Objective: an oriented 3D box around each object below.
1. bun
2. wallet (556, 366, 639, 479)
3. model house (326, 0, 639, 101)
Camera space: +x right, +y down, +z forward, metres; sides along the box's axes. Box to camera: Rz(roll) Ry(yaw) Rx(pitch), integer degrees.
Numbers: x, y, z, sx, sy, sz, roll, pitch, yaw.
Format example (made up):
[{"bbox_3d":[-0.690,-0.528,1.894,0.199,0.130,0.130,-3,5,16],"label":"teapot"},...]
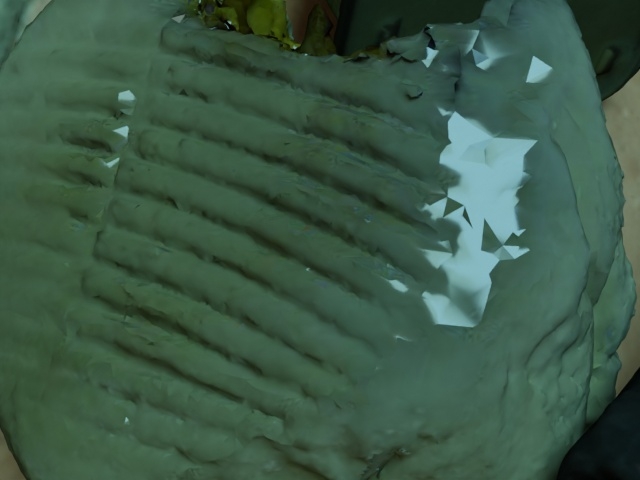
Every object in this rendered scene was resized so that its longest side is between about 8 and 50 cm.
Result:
[{"bbox_3d":[-0.004,0.015,0.478,0.281,0.205,0.282,-9,70,27],"label":"bun"},{"bbox_3d":[0.254,0.039,0.515,0.062,0.228,0.406,23,55,42],"label":"wallet"},{"bbox_3d":[0.057,-0.223,0.617,0.204,0.218,0.279,-14,61,-18],"label":"model house"}]
